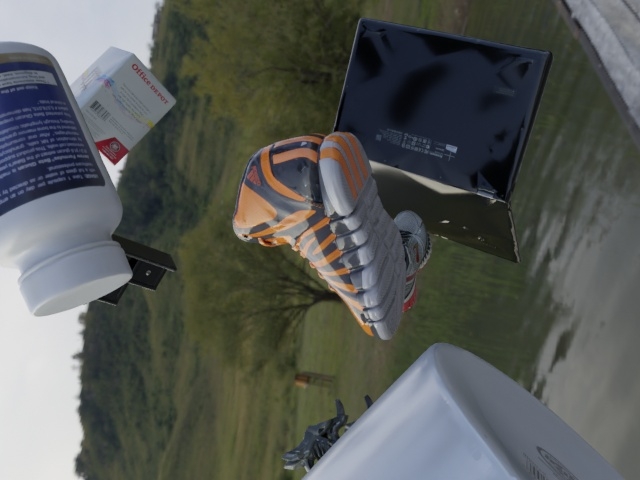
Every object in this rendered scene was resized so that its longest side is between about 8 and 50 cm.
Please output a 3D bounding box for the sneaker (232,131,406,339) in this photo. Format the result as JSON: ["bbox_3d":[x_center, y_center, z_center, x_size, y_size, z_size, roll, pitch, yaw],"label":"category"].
[{"bbox_3d":[0.000,0.000,0.881,0.124,0.180,0.321,-59,-43,-46],"label":"sneaker"}]

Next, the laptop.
[{"bbox_3d":[0.243,-0.189,1.314,0.236,0.382,0.407,-11,-62,-57],"label":"laptop"}]

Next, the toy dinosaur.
[{"bbox_3d":[0.090,0.337,0.916,0.322,0.218,0.164,-49,-37,-5],"label":"toy dinosaur"}]

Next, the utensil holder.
[{"bbox_3d":[0.087,0.329,0.569,0.385,0.328,0.327,-50,6,11],"label":"utensil holder"}]

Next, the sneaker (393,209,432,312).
[{"bbox_3d":[0.147,0.022,1.190,0.225,0.088,0.092,-73,-29,-43],"label":"sneaker"}]

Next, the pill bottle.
[{"bbox_3d":[-0.194,-0.039,0.448,0.169,0.094,0.094,64,174,7],"label":"pill bottle"}]

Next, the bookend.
[{"bbox_3d":[-0.440,0.086,1.503,0.157,0.156,0.072,-56,37,13],"label":"bookend"}]

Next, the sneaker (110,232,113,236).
[{"bbox_3d":[-0.415,-0.041,1.215,0.152,0.058,0.084,-84,1,-48],"label":"sneaker"}]

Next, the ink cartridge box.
[{"bbox_3d":[-0.394,-0.259,1.254,0.176,0.127,0.128,-48,-49,-10],"label":"ink cartridge box"}]
